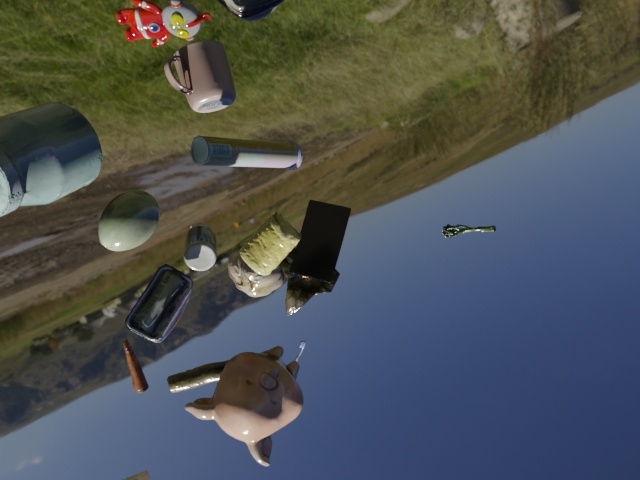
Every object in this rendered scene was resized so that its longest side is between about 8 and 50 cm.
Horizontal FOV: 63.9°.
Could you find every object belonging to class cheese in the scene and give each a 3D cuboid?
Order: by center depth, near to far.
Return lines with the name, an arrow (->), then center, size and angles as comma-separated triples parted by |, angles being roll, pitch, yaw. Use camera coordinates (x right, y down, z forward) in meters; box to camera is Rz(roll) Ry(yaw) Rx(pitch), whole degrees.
cheese -> -0.152, 0.013, 1.543 | 0.167, 0.123, 0.094 | -46, -177, 14

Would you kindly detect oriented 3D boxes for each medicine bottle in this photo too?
medicine bottle -> -0.753, -0.205, 1.312 | 0.244, 0.245, 0.290 | -24, -165, 30
medicine bottle -> -0.238, -0.297, 1.732 | 0.108, 0.108, 0.425 | -23, 170, 38
medicine bottle -> -0.406, 0.014, 1.740 | 0.106, 0.107, 0.191 | -26, -152, 2

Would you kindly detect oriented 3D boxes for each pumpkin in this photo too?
pumpkin -> -0.056, 0.136, 2.116 | 0.258, 0.291, 0.095 | -17, 178, -4

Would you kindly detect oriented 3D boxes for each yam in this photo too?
yam -> -0.384, 0.466, 1.792 | 0.317, 0.071, 0.067 | -17, -158, 4

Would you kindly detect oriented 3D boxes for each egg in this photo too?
egg -> -0.426, -0.043, 1.140 | 0.152, 0.114, 0.114 | -51, -169, -17

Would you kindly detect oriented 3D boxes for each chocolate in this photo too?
chocolate -> -0.248, -0.901, 1.810 | 0.283, 0.186, 0.284 | -27, 163, -9

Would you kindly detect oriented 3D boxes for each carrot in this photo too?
carrot -> -0.725, 0.479, 1.984 | 0.057, 0.225, 0.057 | -12, -164, 3

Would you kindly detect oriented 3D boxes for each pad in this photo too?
pad -> 0.000, 0.000, 1.757 | 0.159, 0.265, 0.009 | 14, 174, 20

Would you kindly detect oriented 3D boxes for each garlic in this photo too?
garlic -> -0.255, 0.124, 1.964 | 0.227, 0.228, 0.152 | -23, -148, 43

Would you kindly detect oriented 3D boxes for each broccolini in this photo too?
broccolini -> 0.379, -0.024, 1.321 | 0.139, 0.030, 0.035 | 0, -132, 39

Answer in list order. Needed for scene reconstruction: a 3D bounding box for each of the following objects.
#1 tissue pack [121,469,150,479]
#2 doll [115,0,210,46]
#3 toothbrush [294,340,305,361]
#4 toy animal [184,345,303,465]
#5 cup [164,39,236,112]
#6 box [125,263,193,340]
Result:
tissue pack -> -0.575, 0.756, 1.377 | 0.270, 0.125, 0.201 | -16, -167, -24
doll -> -0.412, -0.584, 1.368 | 0.244, 0.076, 0.142 | -1, 150, 6
toothbrush -> -0.091, 0.430, 1.795 | 0.019, 0.193, 0.013 | 14, -160, -22
toy animal -> -0.164, 0.378, 1.263 | 0.269, 0.237, 0.326 | -54, 180, -39
cup -> -0.431, -0.577, 1.830 | 0.191, 0.201, 0.252 | -17, 179, 42
box -> -0.443, 0.189, 1.439 | 0.190, 0.112, 0.369 | -62, -171, -17
